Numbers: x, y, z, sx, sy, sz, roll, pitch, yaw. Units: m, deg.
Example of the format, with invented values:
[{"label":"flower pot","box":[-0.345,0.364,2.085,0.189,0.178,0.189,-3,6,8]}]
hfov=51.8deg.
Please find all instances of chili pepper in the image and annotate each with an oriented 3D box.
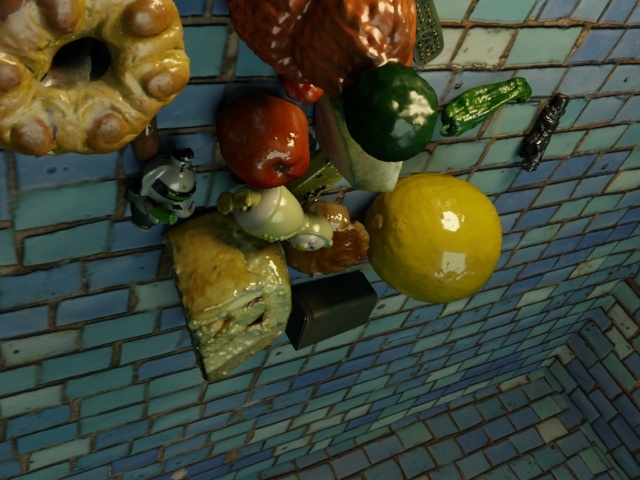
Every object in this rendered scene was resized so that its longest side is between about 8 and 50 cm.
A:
[{"label":"chili pepper","box":[0.369,-0.307,1.501,0.257,0.100,0.074,-30,153,-7]}]

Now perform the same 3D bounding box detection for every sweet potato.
[{"label":"sweet potato","box":[-0.305,-0.217,1.127,0.050,0.050,0.214,-16,141,-22]}]

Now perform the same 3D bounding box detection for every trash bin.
[{"label":"trash bin","box":[0.024,0.192,1.877,0.240,0.122,0.164,-15,143,-27]}]

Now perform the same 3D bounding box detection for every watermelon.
[{"label":"watermelon","box":[0.102,-0.253,1.295,0.193,0.232,0.310,-18,100,-16]}]

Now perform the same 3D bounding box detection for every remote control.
[{"label":"remote control","box":[0.188,-0.417,1.260,0.072,0.042,0.222,-33,149,4]}]

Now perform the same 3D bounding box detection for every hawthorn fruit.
[{"label":"hawthorn fruit","box":[-0.032,-0.296,1.208,0.093,0.093,0.093,-21,146,-15]},{"label":"hawthorn fruit","box":[-0.100,-0.183,1.219,0.189,0.189,0.189,-21,146,-15]}]

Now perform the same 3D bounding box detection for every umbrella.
[{"label":"umbrella","box":[0.585,-0.286,1.743,0.071,0.080,0.224,15,131,-4]}]

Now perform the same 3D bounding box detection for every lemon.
[{"label":"lemon","box":[0.272,-0.008,1.623,0.348,0.348,0.348,-21,146,-15]}]

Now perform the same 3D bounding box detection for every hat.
[{"label":"hat","box":[0.033,-0.309,0.954,0.285,0.400,0.285,-18,142,-15]}]

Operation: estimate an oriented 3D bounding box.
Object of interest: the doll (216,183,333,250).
[{"label":"doll","box":[-0.074,-0.038,1.361,0.141,0.117,0.296,-16,144,40]}]

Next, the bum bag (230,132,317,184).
[{"label":"bum bag","box":[-0.092,-0.167,1.362,0.197,0.049,0.087,-24,152,-11]}]

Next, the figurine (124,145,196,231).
[{"label":"figurine","box":[-0.291,-0.098,1.236,0.192,0.126,0.147,-52,-177,30]}]

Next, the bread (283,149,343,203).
[{"label":"bread","box":[-0.020,-0.134,1.465,0.226,0.049,0.088,-38,147,12]}]

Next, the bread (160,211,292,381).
[{"label":"bread","box":[-0.191,0.128,1.499,0.264,0.239,0.395,-21,147,-15]}]

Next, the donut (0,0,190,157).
[{"label":"donut","box":[-0.347,-0.263,0.921,0.317,0.150,0.299,-11,140,-22]}]

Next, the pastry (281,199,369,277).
[{"label":"pastry","box":[0.000,0.000,1.567,0.229,0.100,0.218,-25,135,20]}]
